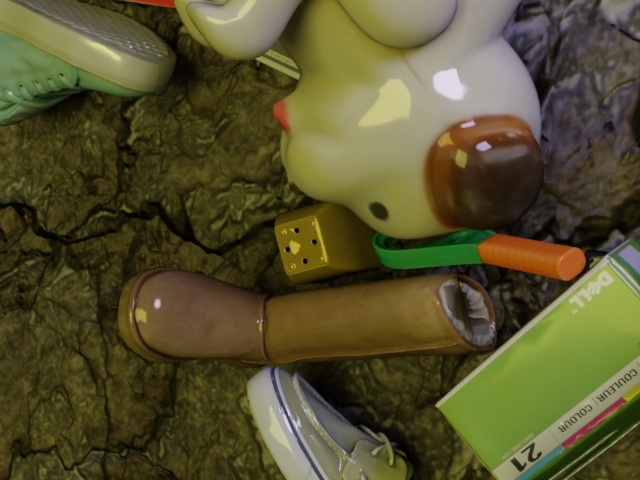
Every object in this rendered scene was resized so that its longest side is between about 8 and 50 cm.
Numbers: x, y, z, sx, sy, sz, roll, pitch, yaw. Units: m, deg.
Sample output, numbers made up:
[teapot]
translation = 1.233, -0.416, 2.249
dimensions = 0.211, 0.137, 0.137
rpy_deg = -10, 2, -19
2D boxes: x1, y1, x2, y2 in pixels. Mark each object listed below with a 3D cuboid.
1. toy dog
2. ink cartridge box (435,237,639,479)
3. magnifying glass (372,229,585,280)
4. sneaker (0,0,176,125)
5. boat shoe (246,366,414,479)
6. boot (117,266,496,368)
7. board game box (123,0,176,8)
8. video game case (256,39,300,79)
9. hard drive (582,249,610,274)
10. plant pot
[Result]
[toy dog]
translation = 0.071, -0.205, 0.721
dimensions = 0.284, 0.395, 0.408
rpy_deg = 23, 114, 62
[ink cartridge box]
translation = 0.177, 0.104, 0.667
dimensions = 0.189, 0.255, 0.097
rpy_deg = -46, 75, 24
[magnifying glass]
translation = 0.128, 0.004, 0.758
dimensions = 0.231, 0.092, 0.026
rpy_deg = 11, 126, 60
[sneaker]
translation = -0.305, -0.190, 0.988
dimensions = 0.366, 0.135, 0.150
rpy_deg = 24, 114, 32
[boat shoe]
translation = 0.046, 0.234, 0.863
dimensions = 0.094, 0.109, 0.302
rpy_deg = -36, 96, 9
[boot]
translation = -0.008, 0.064, 0.808
dimensions = 0.269, 0.236, 0.089
rpy_deg = -8, 76, 30
[board game box]
translation = -0.161, -0.341, 0.932
dimensions = 0.147, 0.045, 0.193
rpy_deg = 14, 102, 26
[video game case]
translation = -0.005, -0.246, 0.877
dimensions = 0.190, 0.022, 0.173
rpy_deg = 29, 108, 21
[hard drive]
translation = 0.271, 0.080, 0.774
dimensions = 0.094, 0.022, 0.135
rpy_deg = 7, 100, 27
[plant pot]
translation = 0.000, 0.000, 0.869
dimensions = 0.081, 0.083, 0.081
rpy_deg = -16, 88, 28
